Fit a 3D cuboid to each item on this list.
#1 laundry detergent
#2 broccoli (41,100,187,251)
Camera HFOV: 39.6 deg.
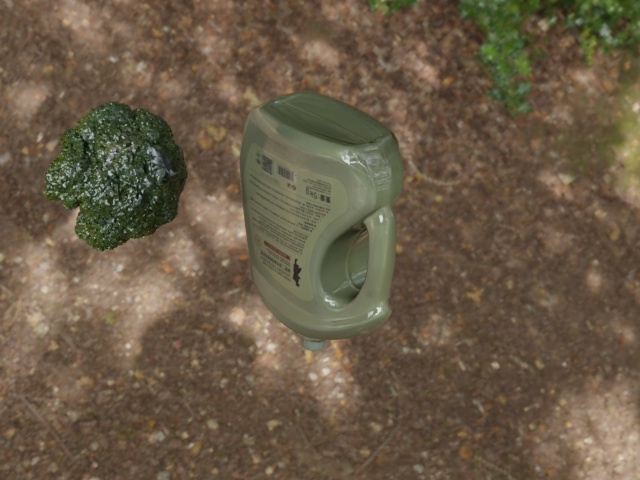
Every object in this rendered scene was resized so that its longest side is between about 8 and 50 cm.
[{"bbox_3d":[0.000,0.000,0.833,0.091,0.253,0.181,-26,41,-37],"label":"laundry detergent"},{"bbox_3d":[-0.211,-0.068,0.912,0.162,0.138,0.145,-31,111,-56],"label":"broccoli"}]
